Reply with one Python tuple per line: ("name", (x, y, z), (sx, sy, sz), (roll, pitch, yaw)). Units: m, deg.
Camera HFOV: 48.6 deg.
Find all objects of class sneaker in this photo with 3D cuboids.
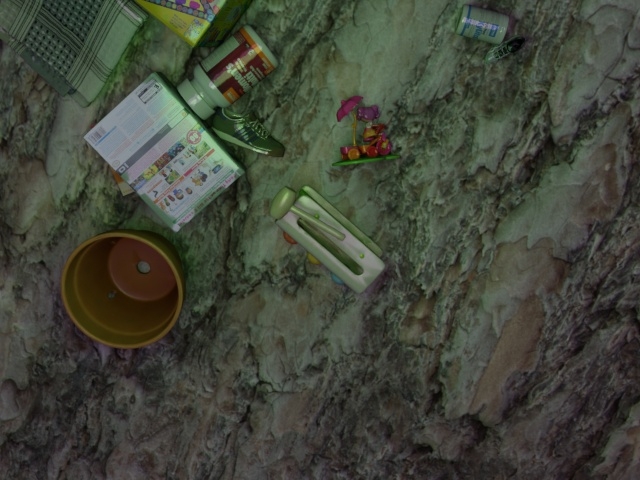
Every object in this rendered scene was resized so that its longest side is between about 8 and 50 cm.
("sneaker", (-0.170, -0.269, 1.709), (0.192, 0.064, 0.086), (19, 111, 0))
("sneaker", (0.428, -0.441, 1.632), (0.098, 0.069, 0.038), (-35, 101, 11))

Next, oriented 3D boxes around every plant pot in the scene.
("plant pot", (-0.462, 0.093, 1.756), (0.291, 0.203, 0.290), (1, 107, 3))

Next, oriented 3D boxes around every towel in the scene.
("towel", (-0.589, -0.497, 1.616), (0.312, 0.056, 0.324), (41, 125, -9))

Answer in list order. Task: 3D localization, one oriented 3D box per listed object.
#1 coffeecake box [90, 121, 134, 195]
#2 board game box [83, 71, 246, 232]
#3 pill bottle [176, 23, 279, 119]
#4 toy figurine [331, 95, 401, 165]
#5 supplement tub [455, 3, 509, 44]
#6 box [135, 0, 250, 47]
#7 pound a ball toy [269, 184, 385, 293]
("coffeecake box", (-0.450, -0.224, 1.733), (0.142, 0.068, 0.185), (-20, 104, 7))
("board game box", (-0.356, -0.205, 1.655), (0.224, 0.097, 0.303), (-40, 102, 6))
("pill bottle", (-0.215, -0.385, 1.639), (0.221, 0.121, 0.121), (-38, 101, 5))
("toy figurine", (0.103, -0.265, 1.686), (0.173, 0.130, 0.159), (-9, 97, -18))
("supplement tub", (0.368, -0.494, 1.619), (0.107, 0.071, 0.071), (14, 106, -1))
("box", (-0.227, -0.575, 1.508), (0.177, 0.290, 0.279), (39, 103, -8))
("pound a ball toy", (0.000, 0.000, 1.706), (0.319, 0.208, 0.136), (40, 104, -9))
